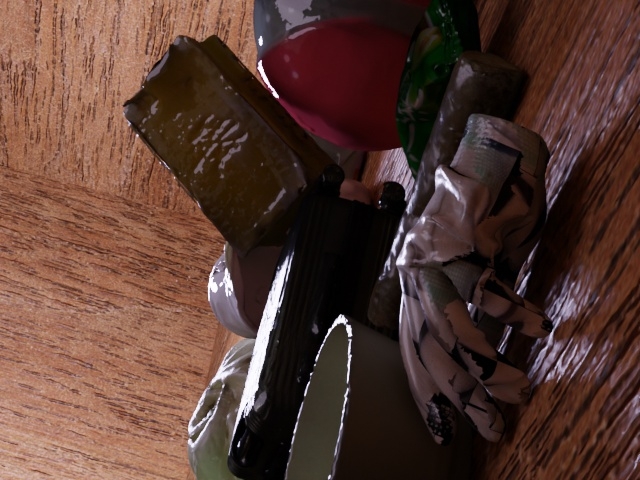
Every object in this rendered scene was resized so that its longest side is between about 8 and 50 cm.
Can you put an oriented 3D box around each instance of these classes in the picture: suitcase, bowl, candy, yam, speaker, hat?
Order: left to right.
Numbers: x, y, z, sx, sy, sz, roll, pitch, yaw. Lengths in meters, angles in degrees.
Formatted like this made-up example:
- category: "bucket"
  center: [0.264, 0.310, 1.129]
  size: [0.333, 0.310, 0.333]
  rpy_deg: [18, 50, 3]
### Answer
- category: "hat"
  center: [-0.056, 0.049, 1.537]
  size: [0.126, 0.203, 0.203]
  rpy_deg: [-30, 42, 54]
- category: "suitcase"
  center: [0.003, 0.098, 1.318]
  size: [0.202, 0.128, 0.312]
  rpy_deg: [113, 172, -57]
- category: "speaker"
  center: [0.055, -0.241, 1.451]
  size: [0.294, 0.294, 0.294]
  rpy_deg: [-165, 90, -83]
- category: "bowl"
  center: [0.043, 0.169, 0.956]
  size: [0.211, 0.112, 0.211]
  rpy_deg: [-164, 90, -83]
- category: "yam"
  center: [0.104, -0.038, 1.118]
  size: [0.061, 0.061, 0.274]
  rpy_deg: [-88, 15, -60]
- category: "candy"
  center: [0.115, -0.142, 1.196]
  size: [0.203, 0.078, 0.141]
  rpy_deg: [95, -166, -53]

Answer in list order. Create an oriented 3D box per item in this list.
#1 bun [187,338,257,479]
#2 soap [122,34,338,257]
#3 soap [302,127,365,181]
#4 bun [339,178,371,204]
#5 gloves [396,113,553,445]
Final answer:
- category: "bun"
  center: [-0.084, 0.242, 1.590]
  size: [0.259, 0.160, 0.259]
  rpy_deg: [-168, 90, -84]
- category: "soap"
  center: [-0.102, -0.108, 1.422]
  size: [0.135, 0.233, 0.076]
  rpy_deg: [-48, -13, 26]
- category: "soap"
  center: [-0.028, -0.078, 1.878]
  size: [0.199, 0.138, 0.182]
  rpy_deg: [-169, 95, -83]
- category: "bun"
  center: [0.000, 0.000, 1.659]
  size: [0.183, 0.102, 0.183]
  rpy_deg: [-168, 90, -84]
- category: "gloves"
  center: [0.098, 0.030, 0.866]
  size: [0.127, 0.111, 0.212]
  rpy_deg: [-175, 108, -78]
